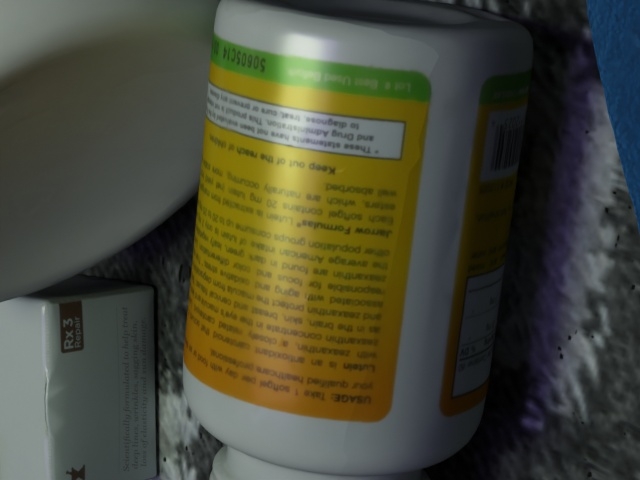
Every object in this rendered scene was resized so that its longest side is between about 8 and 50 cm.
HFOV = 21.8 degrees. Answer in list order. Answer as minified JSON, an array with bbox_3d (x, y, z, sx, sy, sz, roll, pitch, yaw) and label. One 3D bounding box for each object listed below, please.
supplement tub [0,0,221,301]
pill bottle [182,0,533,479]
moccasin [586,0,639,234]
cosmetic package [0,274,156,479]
[{"bbox_3d":[-0.202,-0.159,0.846,0.241,0.241,0.331,-50,61,36],"label":"supplement tub"},{"bbox_3d":[0.011,0.019,0.730,0.136,0.136,0.245,19,108,42],"label":"pill bottle"},{"bbox_3d":[0.172,-0.052,0.582,0.138,0.117,0.342,9,107,56],"label":"moccasin"},{"bbox_3d":[-0.199,0.075,0.986,0.231,0.085,0.117,8,101,42],"label":"cosmetic package"}]
